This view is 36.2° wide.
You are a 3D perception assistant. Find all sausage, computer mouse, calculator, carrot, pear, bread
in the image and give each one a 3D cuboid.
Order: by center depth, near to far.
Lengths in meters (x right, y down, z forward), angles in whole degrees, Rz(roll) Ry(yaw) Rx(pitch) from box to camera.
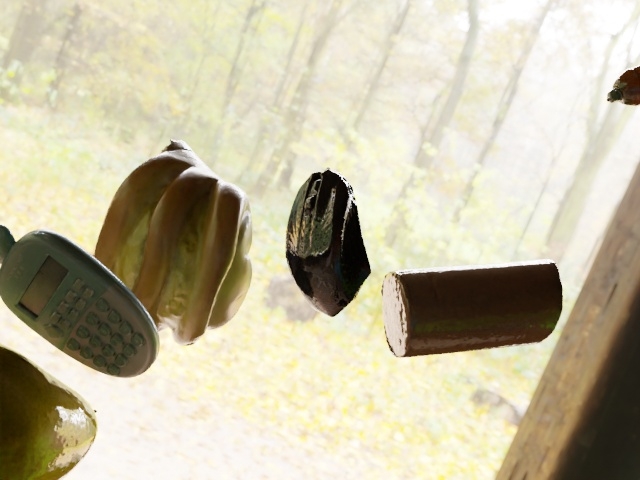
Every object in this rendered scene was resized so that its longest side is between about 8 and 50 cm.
[{"bbox_3d":[0.308,-0.143,0.835,0.142,0.035,0.035,-18,8,-3],"label":"carrot"},{"bbox_3d":[0.000,0.000,1.092,0.057,0.172,0.099,5,-13,-44],"label":"computer mouse"},{"bbox_3d":[-0.465,0.248,1.307,0.285,0.285,0.336,24,19,12],"label":"pear"},{"bbox_3d":[-0.346,0.079,1.341,0.295,0.184,0.042,40,40,-5],"label":"calculator"},{"bbox_3d":[0.215,0.092,1.355,0.253,0.123,0.123,-3,13,-18],"label":"sausage"},{"bbox_3d":[-0.243,0.026,1.603,0.211,0.315,0.270,-14,47,-44],"label":"bread"}]
